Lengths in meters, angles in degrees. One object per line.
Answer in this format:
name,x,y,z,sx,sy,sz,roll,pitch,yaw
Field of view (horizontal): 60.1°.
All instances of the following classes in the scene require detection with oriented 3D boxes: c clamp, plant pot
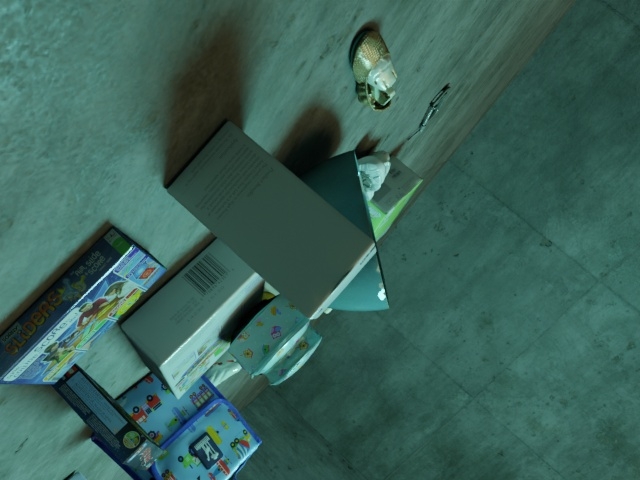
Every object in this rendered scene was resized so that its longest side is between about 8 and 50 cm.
c clamp,0.320,-0.367,1.590,0.137,0.022,0.161,-44,169,-26
plant pot,0.000,0.000,1.006,0.195,0.291,0.290,-12,172,6

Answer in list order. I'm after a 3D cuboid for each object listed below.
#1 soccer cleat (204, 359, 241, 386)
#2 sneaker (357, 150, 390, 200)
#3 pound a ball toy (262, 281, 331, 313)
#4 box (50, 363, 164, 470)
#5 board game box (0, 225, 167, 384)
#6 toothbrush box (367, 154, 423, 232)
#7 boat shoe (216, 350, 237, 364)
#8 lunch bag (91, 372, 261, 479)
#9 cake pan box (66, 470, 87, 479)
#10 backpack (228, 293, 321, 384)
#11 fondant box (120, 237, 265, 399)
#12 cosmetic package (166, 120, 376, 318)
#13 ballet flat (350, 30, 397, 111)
soccer cleat,-0.277,0.344,1.330,0.196,0.076,0.068,-20,167,1
sneaker,0.123,-0.176,1.323,0.115,0.090,0.232,-54,180,-6
pound a ball toy,-0.058,0.125,1.228,0.319,0.208,0.136,-54,180,31
box,-0.322,0.278,0.854,0.044,0.159,0.233,-44,169,-24
board game box,-0.282,0.083,0.655,0.201,0.035,0.136,-47,170,-11
toothbrush box,0.152,-0.084,1.642,0.206,0.122,0.283,-42,167,-35
boat shoe,-0.266,0.316,1.421,0.254,0.095,0.079,-48,168,4
lunch bag,-0.284,0.420,1.156,0.221,0.293,0.138,-38,166,-47
cake pan box,-0.633,0.649,1.177,0.246,0.070,0.267,-57,166,29
backpack,-0.085,0.183,1.036,0.166,0.144,0.188,-44,167,-9
fondant box,-0.215,0.146,1.006,0.238,0.096,0.330,-45,168,-24
cosmetic package,-0.056,-0.023,0.661,0.117,0.231,0.085,-48,170,-1
ballet flat,0.093,-0.262,0.880,0.073,0.067,0.206,-49,170,2
